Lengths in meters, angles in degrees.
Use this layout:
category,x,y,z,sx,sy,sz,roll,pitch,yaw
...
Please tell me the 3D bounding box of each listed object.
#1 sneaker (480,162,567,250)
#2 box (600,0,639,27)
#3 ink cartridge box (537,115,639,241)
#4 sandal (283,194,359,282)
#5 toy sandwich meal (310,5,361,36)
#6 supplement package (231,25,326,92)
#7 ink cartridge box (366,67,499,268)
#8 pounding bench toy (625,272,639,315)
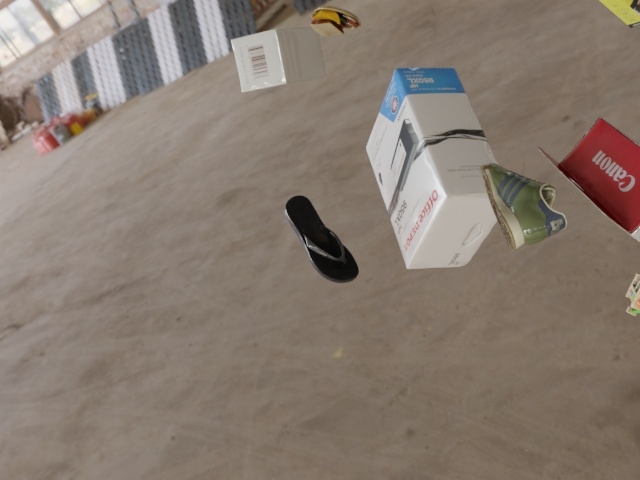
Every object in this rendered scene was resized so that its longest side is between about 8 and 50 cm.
category,x,y,z,sx,sy,sz,roll,pitch,yaw
sneaker,0.287,-0.057,1.040,0.086,0.064,0.192,-16,32,9
box,0.621,-0.558,1.573,0.087,0.232,0.058,-60,19,-7
ink cartridge box,0.580,-0.095,1.351,0.130,0.271,0.309,-53,23,19
sandal,-0.001,0.000,1.807,0.097,0.254,0.054,-37,-3,-25
toy sandwich meal,0.023,-0.346,1.173,0.085,0.085,0.029,15,88,58
supplement package,-0.079,-0.360,1.458,0.105,0.105,0.179,-5,13,29
ink cartridge box,0.263,-0.170,1.746,0.166,0.285,0.395,-4,55,-17
pounding bench toy,0.611,0.117,1.394,0.052,0.083,0.065,20,22,6
